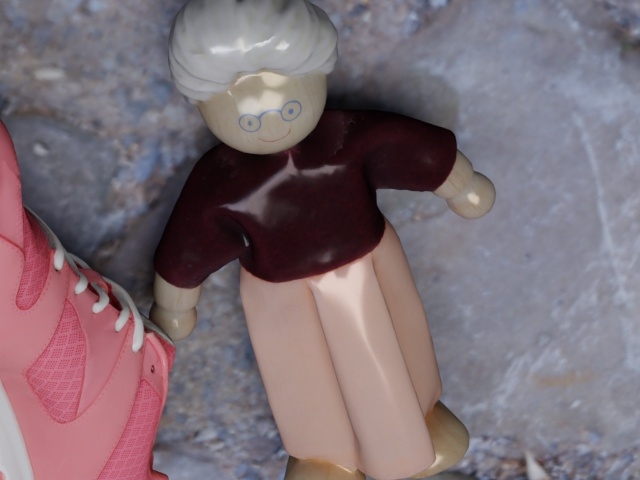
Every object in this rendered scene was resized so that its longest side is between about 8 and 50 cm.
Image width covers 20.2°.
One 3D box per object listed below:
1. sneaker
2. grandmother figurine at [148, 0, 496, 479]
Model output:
[{"bbox_3d":[-0.148,0.046,0.964,0.136,0.116,0.314,-19,132,-21],"label":"sneaker"},{"bbox_3d":[0.000,0.000,1.003,0.208,0.104,0.342,-28,128,-11],"label":"grandmother figurine"}]
